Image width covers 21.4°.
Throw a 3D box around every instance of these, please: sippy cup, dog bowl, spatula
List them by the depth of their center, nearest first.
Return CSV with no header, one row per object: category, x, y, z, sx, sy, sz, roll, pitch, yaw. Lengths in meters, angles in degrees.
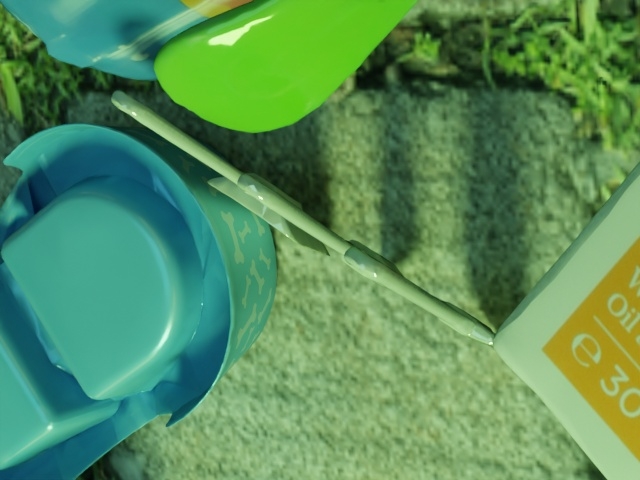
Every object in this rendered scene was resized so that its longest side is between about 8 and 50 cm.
sippy cup,-0.039,-0.188,0.693,0.224,0.305,0.240,-33,100,27
spatula,0.000,0.000,0.751,0.168,0.242,0.019,35,92,21
dog bowl,-0.142,0.045,0.937,0.297,0.074,0.166,-36,84,34

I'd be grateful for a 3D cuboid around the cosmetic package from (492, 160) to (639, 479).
cosmetic package,0.290,-0.042,0.572,0.230,0.161,0.453,50,123,23
